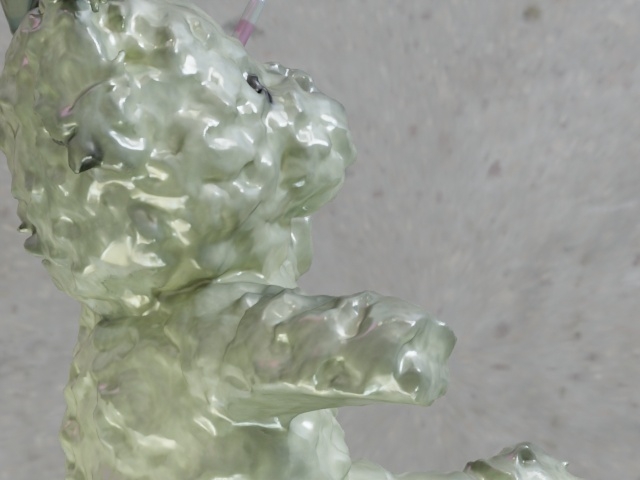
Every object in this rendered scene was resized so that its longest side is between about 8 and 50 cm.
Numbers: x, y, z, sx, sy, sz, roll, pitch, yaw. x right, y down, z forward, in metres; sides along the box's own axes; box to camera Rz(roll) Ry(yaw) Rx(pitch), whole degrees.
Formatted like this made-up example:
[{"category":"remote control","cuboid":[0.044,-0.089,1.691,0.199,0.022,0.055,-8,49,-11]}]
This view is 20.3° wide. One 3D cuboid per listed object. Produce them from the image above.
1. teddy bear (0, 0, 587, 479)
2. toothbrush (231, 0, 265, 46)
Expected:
[{"category":"teddy bear","cuboid":[0.000,0.000,0.911,0.375,0.327,0.362,5,94,-9]},{"category":"toothbrush","cuboid":[-0.123,-0.124,1.832,0.025,0.020,0.286,31,80,-39]}]
